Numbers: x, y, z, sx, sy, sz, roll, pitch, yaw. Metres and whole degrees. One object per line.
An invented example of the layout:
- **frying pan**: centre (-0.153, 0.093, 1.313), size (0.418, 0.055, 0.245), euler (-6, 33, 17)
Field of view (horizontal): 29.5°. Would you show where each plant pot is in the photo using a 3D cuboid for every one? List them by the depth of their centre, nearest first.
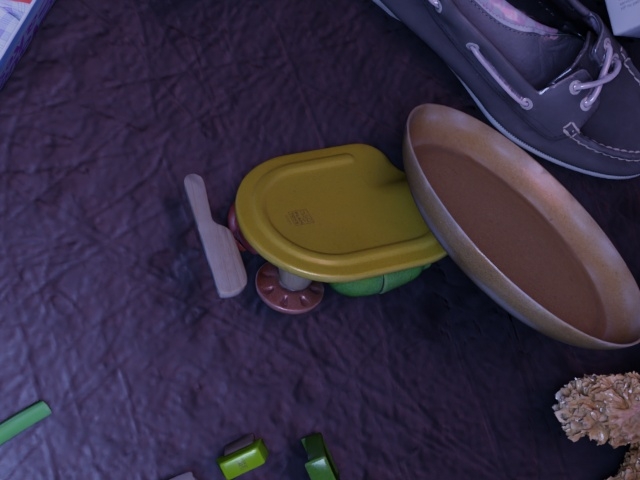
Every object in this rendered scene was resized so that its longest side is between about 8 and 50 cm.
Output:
- **plant pot**: centre (0.145, -0.007, 0.897), size (0.236, 0.032, 0.236), euler (33, 29, -21)

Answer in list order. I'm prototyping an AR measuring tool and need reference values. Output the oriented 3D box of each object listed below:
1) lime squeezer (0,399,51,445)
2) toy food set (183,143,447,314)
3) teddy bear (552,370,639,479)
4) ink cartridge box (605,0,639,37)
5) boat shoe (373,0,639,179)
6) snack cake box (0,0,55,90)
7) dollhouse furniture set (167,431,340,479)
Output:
- **lime squeezer**: centre (-0.282, 0.228, 0.775), size (0.110, 0.059, 0.310), euler (25, 73, -12)
- **toy food set**: centre (0.000, 0.000, 0.902), size (0.218, 0.071, 0.128), euler (-10, 50, -26)
- **teddy bear**: centre (0.293, 0.181, 0.954), size (0.245, 0.113, 0.337), euler (0, 88, -11)
- **ink cartridge box**: centre (0.320, -0.298, 0.972), size (0.168, 0.171, 0.232), euler (-6, 82, -44)
- **boat shoe**: centre (0.155, -0.166, 0.960), size (0.335, 0.095, 0.112), euler (37, 72, -9)
- **snack cake box**: centre (-0.294, -0.128, 0.814), size (0.152, 0.089, 0.264), euler (29, 73, -9)
- **dollhouse furniture set**: centre (-0.062, 0.187, 0.870), size (0.152, 0.058, 0.076), euler (-24, 96, -1)
